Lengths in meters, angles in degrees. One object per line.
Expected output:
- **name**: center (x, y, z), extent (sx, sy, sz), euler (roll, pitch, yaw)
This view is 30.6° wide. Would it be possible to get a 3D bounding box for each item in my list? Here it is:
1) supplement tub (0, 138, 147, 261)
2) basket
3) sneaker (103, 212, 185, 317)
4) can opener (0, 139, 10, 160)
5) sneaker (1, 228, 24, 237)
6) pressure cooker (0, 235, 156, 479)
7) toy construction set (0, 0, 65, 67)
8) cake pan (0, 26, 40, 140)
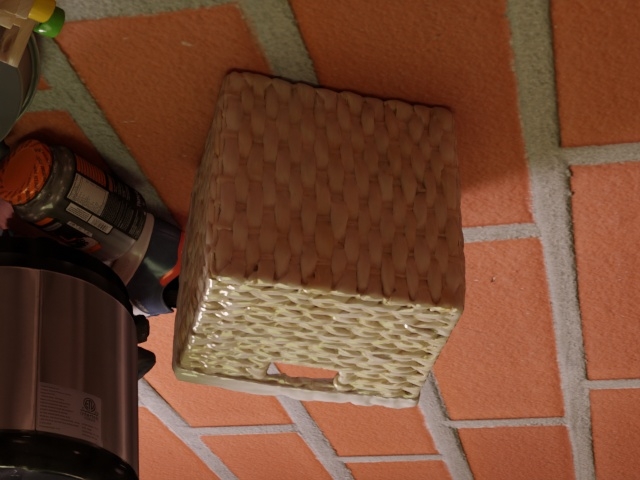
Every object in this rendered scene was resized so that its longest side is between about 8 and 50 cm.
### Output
- **supplement tub**: center (-0.342, -0.056, 1.614), extent (0.117, 0.117, 0.190), euler (-18, 144, 34)
- **basket**: center (0.000, 0.000, 1.477), extent (0.328, 0.331, 0.266), euler (9, 145, -10)
- **sneaker**: center (-0.284, 0.083, 1.848), extent (0.148, 0.131, 0.350), euler (19, 148, -18)
- **can opener**: center (-0.477, -0.115, 1.587), extent (0.073, 0.059, 0.186), euler (-28, -174, -35)
- **sneaker**: center (-0.437, 0.050, 1.858), extent (0.125, 0.104, 0.262), euler (-1, 161, -3)
- **pressure cooker**: center (-0.424, 0.192, 1.597), extent (0.376, 0.420, 0.370), euler (-11, 146, 5)
- **toy construction set**: center (-0.342, -0.219, 1.154), extent (0.257, 0.308, 0.237), euler (-11, 154, 40)
- **cake pan**: center (-0.474, -0.192, 1.352), extent (0.293, 0.054, 0.293), euler (-6, 137, -6)
